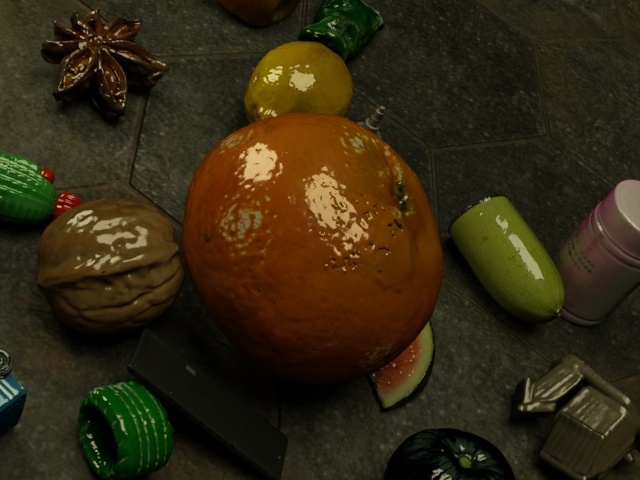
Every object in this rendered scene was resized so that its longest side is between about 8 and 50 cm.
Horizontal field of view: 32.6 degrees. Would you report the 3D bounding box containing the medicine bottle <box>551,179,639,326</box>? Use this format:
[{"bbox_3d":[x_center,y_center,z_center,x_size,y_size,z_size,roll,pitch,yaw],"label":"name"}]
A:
[{"bbox_3d":[0.524,0.025,1.978,0.152,0.254,0.152,16,46,-17],"label":"medicine bottle"}]

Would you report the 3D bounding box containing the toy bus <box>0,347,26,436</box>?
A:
[{"bbox_3d":[-0.498,0.161,1.393,0.246,0.113,0.134,42,50,7],"label":"toy bus"}]

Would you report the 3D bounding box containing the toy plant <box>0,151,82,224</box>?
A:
[{"bbox_3d":[-0.466,-0.081,1.647,0.240,0.088,0.154,4,35,-35],"label":"toy plant"}]

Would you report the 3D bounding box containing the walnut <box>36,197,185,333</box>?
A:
[{"bbox_3d":[-0.302,0.038,1.563,0.213,0.213,0.213,15,46,-17],"label":"walnut"}]

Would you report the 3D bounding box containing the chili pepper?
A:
[{"bbox_3d":[0.030,-0.425,2.221,0.136,0.099,0.270,52,35,-15],"label":"chili pepper"}]

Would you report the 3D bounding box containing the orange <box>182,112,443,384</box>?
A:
[{"bbox_3d":[0.000,0.000,1.625,0.424,0.326,0.423,32,38,-30],"label":"orange"}]

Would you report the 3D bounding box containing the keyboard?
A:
[{"bbox_3d":[-0.187,0.194,1.507,0.381,0.041,0.103,47,26,-20],"label":"keyboard"}]

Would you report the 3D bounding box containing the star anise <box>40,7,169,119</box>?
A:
[{"bbox_3d":[-0.376,-0.302,1.890,0.220,0.099,0.214,-1,66,-35],"label":"star anise"}]

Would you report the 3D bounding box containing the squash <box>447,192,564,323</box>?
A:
[{"bbox_3d":[0.343,0.047,1.951,0.133,0.132,0.247,-11,59,-35],"label":"squash"}]

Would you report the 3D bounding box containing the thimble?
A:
[{"bbox_3d":[-0.260,0.251,1.445,0.090,0.118,0.130,-9,74,-40],"label":"thimble"}]

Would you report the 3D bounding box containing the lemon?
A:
[{"bbox_3d":[-0.040,-0.261,1.967,0.188,0.188,0.257,40,46,8],"label":"lemon"}]

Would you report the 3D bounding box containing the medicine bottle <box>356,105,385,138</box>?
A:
[{"bbox_3d":[0.069,-0.166,1.934,0.058,0.199,0.057,16,47,-17],"label":"medicine bottle"}]

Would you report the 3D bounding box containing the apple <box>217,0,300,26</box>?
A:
[{"bbox_3d":[-0.128,-0.540,2.190,0.188,0.173,0.207,38,60,10],"label":"apple"}]

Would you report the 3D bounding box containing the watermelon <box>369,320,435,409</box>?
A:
[{"bbox_3d":[0.128,0.168,1.781,0.119,0.063,0.245,-1,56,-6],"label":"watermelon"}]

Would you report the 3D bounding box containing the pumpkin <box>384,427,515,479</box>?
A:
[{"bbox_3d":[0.189,0.361,1.581,0.202,0.140,0.202,15,31,-9],"label":"pumpkin"}]

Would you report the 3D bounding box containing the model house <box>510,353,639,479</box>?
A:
[{"bbox_3d":[0.418,0.298,1.782,0.188,0.122,0.229,-31,56,-30],"label":"model house"}]
